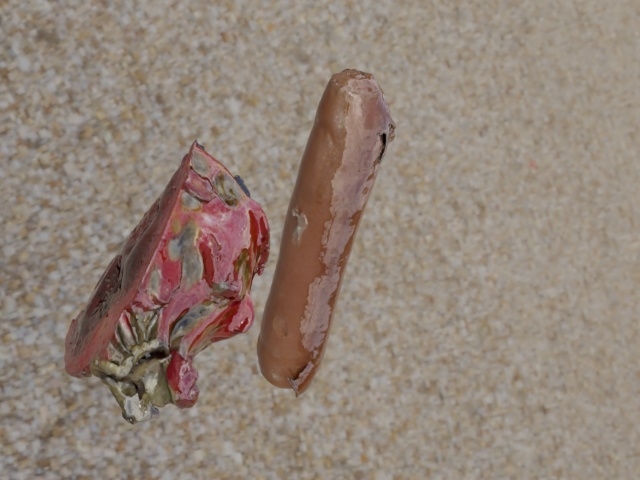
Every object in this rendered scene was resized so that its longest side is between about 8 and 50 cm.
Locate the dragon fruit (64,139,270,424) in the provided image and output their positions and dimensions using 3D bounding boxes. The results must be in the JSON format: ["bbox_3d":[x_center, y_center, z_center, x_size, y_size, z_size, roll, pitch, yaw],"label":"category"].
[{"bbox_3d":[-0.138,0.077,0.997,0.134,0.262,0.211,31,35,-14],"label":"dragon fruit"}]

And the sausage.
[{"bbox_3d":[0.000,0.000,1.287,0.094,0.094,0.419,-57,165,-60],"label":"sausage"}]
